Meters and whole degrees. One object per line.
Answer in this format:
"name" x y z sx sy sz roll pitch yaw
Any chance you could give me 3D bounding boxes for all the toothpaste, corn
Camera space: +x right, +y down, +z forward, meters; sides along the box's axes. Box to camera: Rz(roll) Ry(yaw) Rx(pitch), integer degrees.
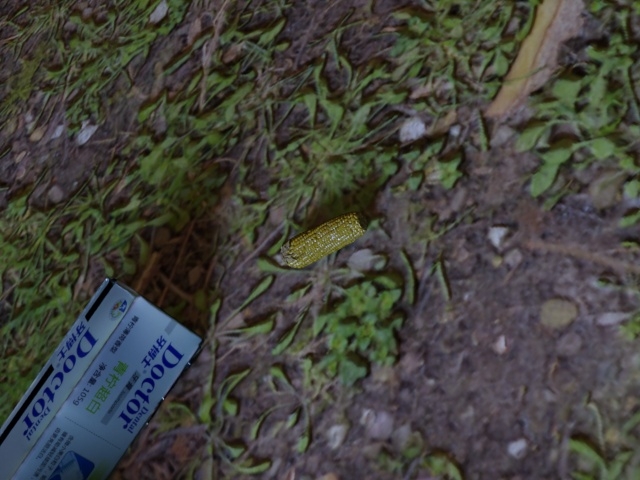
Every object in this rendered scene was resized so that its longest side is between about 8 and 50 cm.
"toothpaste" -0.232 0.193 1.138 0.337 0.081 0.067 -56 38 -6
"corn" 0.000 0.000 1.111 0.083 0.028 0.027 -27 67 24
